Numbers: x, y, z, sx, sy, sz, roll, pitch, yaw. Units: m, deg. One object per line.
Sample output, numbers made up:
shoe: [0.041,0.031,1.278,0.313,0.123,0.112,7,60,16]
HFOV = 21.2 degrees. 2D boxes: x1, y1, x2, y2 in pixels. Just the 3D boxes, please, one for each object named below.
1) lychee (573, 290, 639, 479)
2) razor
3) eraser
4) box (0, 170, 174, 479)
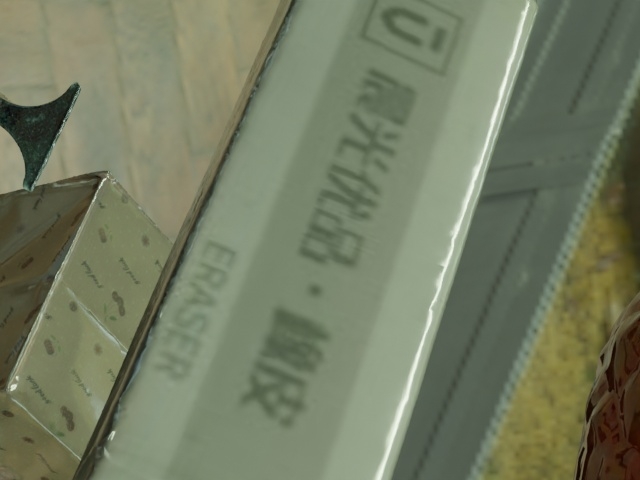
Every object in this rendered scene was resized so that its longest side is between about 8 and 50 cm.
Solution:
lychee: [0.219,0.131,0.668,0.300,0.255,0.255,52,47,-5]
razor: [-0.206,-0.098,0.995,0.033,0.190,0.066,19,103,-44]
eraser: [0.000,0.000,0.564,0.089,0.061,0.352,23,55,-5]
box: [-0.265,0.100,1.420,0.190,0.297,0.225,51,44,-37]
